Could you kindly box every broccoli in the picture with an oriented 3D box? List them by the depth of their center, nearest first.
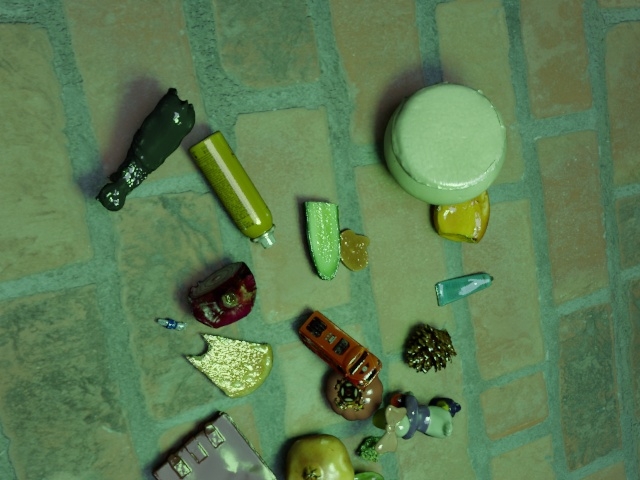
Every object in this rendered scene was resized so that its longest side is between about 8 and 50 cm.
[{"bbox_3d":[0.175,0.666,1.890,0.096,0.092,0.095,31,59,-7],"label":"broccoli"}]

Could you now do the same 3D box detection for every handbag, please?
[{"bbox_3d":[-0.289,0.657,1.653,0.260,0.084,0.276,-41,94,-19],"label":"handbag"}]

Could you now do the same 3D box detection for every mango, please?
[{"bbox_3d":[0.473,-0.126,1.950,0.187,0.138,0.257,16,81,-4],"label":"mango"}]

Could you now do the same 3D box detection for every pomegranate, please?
[{"bbox_3d":[-0.003,0.673,1.748,0.208,0.209,0.209,-2,94,-24],"label":"pomegranate"}]

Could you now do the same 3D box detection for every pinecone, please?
[{"bbox_3d":[0.352,0.355,1.918,0.173,0.173,0.174,-2,94,-24],"label":"pinecone"}]

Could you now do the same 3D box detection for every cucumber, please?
[{"bbox_3d":[0.000,0.000,1.780,0.115,0.063,0.244,-7,96,-29],"label":"cucumber"}]

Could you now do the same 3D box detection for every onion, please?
[{"bbox_3d":[-0.250,0.158,1.593,0.195,0.218,0.140,-27,105,-19],"label":"onion"}]

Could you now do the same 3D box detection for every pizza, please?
[{"bbox_3d":[-0.264,0.356,1.700,0.261,0.034,0.181,23,84,-24],"label":"pizza"}]

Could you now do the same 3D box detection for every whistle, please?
[{"bbox_3d":[-0.407,0.230,1.629,0.083,0.029,0.033,20,117,-29],"label":"whistle"}]

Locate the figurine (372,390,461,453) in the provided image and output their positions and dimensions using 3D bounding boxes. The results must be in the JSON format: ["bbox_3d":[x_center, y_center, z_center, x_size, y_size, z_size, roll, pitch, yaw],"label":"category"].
[{"bbox_3d":[0.297,0.564,1.835,0.420,0.193,0.154,13,90,-39],"label":"figurine"}]

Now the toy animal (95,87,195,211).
[{"bbox_3d":[-0.443,-0.229,1.516,0.106,0.168,0.343,36,93,-24],"label":"toy animal"}]

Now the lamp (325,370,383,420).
[{"bbox_3d":[0.105,0.459,1.813,0.181,0.140,0.182,-1,87,19],"label":"lamp"}]

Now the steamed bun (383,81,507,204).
[{"bbox_3d":[0.375,-0.281,1.818,0.373,0.241,0.375,0,74,0],"label":"steamed bun"}]

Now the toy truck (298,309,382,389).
[{"bbox_3d":[0.057,0.320,1.737,0.252,0.114,0.107,36,73,24],"label":"toy truck"}]

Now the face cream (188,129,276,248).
[{"bbox_3d":[-0.230,-0.130,1.646,0.105,0.105,0.349,-36,106,-18],"label":"face cream"}]

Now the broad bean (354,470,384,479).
[{"bbox_3d":[0.101,0.775,1.849,0.206,0.153,0.072,-22,57,-18],"label":"broad bean"}]

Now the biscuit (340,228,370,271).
[{"bbox_3d":[0.105,0.026,1.852,0.118,0.023,0.140,-33,105,-19],"label":"biscuit"}]

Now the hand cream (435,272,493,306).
[{"bbox_3d":[0.497,0.160,2.032,0.224,0.048,0.083,-14,99,-17],"label":"hand cream"}]
